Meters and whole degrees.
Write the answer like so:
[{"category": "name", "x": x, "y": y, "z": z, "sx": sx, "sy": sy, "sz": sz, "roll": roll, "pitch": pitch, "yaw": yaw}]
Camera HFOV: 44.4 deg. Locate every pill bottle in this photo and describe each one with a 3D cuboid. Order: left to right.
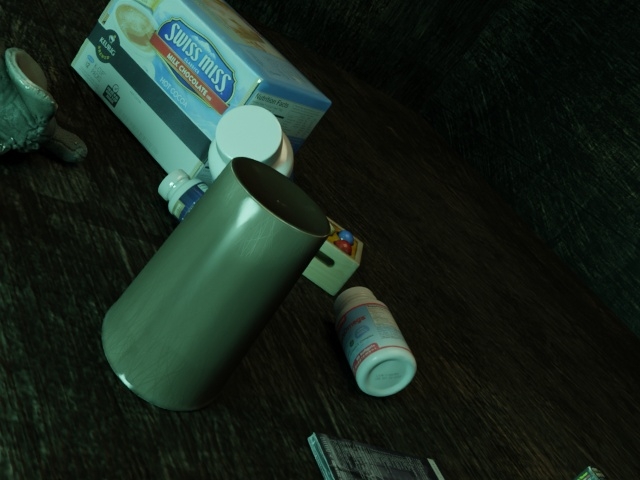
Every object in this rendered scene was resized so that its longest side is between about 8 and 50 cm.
[{"category": "pill bottle", "x": -0.177, "y": -0.047, "z": 1.135, "sx": 0.120, "sy": 0.067, "sz": 0.067, "roll": 43, "pitch": 20, "yaw": 12}, {"category": "pill bottle", "x": -0.100, "y": -0.102, "z": 1.158, "sx": 0.124, "sy": 0.124, "sz": 0.221, "roll": 43, "pitch": -17, "yaw": 12}, {"category": "pill bottle", "x": 0.072, "y": 0.141, "z": 1.130, "sx": 0.087, "sy": 0.087, "sz": 0.160, "roll": 26, "pitch": 23, "yaw": -32}]

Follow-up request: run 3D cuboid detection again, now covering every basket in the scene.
[{"category": "basket", "x": -0.105, "y": 0.038, "z": 0.835, "sx": 0.154, "sy": 0.227, "sz": 0.204, "roll": 35, "pitch": 20, "yaw": -10}]

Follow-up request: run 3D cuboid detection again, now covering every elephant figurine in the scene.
[{"category": "elephant figurine", "x": -0.385, "y": -0.172, "z": 0.944, "sx": 0.239, "sy": 0.169, "sz": 0.186, "roll": 50, "pitch": 45, "yaw": -16}]

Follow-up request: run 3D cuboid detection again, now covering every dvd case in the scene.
[{"category": "dvd case", "x": 0.096, "y": 0.307, "z": 0.908, "sx": 0.221, "sy": 0.018, "sz": 0.165, "roll": 23, "pitch": 24, "yaw": -36}]

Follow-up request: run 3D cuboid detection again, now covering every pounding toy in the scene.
[{"category": "pounding toy", "x": 0.000, "y": 0.000, "z": 1.294, "sx": 0.141, "sy": 0.100, "sz": 0.130, "roll": 36, "pitch": 19, "yaw": -7}]

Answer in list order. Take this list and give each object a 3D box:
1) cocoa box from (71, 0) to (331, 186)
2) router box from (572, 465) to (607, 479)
[{"category": "cocoa box", "x": -0.202, "y": -0.270, "z": 1.343, "sx": 0.347, "sy": 0.228, "sz": 0.231, "roll": 47, "pitch": 21, "yaw": 21}, {"category": "router box", "x": 0.351, "y": 0.377, "z": 1.047, "sx": 0.038, "sy": 0.122, "sz": 0.092, "roll": 22, "pitch": 26, "yaw": -49}]
